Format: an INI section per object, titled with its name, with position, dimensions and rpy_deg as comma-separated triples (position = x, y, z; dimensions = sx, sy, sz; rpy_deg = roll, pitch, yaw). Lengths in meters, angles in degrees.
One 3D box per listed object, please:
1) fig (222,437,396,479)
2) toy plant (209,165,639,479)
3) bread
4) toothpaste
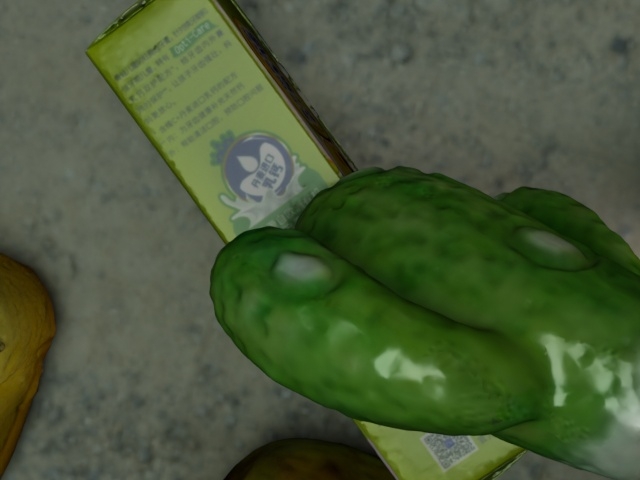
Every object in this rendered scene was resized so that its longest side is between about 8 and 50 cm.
[fig]
position = -0.005, 0.185, 0.714
dimensions = 0.165, 0.144, 0.154
rpy_deg = -16, 128, -13
[toy plant]
position = 0.120, 0.048, 0.540
dimensions = 0.316, 0.224, 0.184
rpy_deg = 27, 120, 24
[bread]
position = -0.245, 0.120, 0.751
dimensions = 0.102, 0.094, 0.245
rpy_deg = 23, 96, 11
[toothpaste]
position = 0.000, 0.000, 0.707
dimensions = 0.077, 0.110, 0.327
rpy_deg = -36, 92, 9
